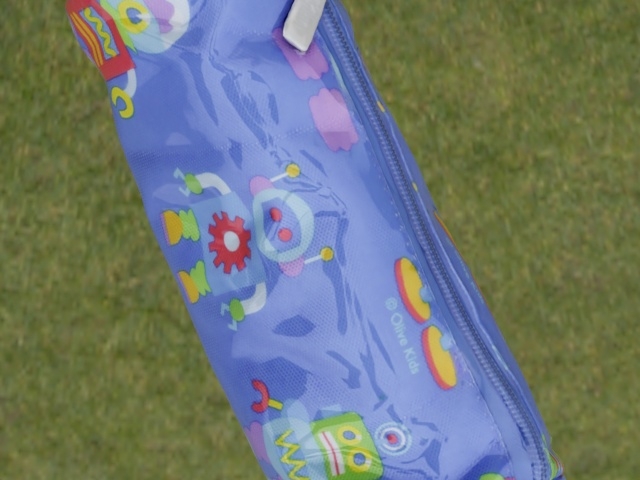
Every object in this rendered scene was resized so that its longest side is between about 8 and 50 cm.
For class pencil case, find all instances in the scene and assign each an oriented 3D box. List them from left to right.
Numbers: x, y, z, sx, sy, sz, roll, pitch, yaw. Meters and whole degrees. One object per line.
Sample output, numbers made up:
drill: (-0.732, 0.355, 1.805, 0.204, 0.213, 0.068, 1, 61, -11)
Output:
pencil case: (0.000, 0.000, 0.658, 0.133, 0.119, 0.306, -20, 94, 47)
